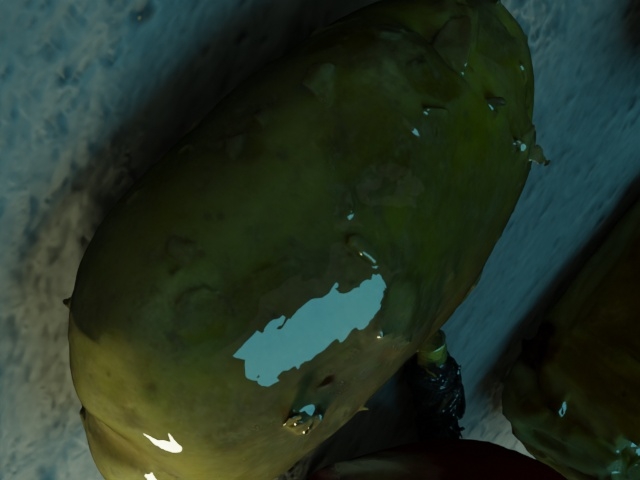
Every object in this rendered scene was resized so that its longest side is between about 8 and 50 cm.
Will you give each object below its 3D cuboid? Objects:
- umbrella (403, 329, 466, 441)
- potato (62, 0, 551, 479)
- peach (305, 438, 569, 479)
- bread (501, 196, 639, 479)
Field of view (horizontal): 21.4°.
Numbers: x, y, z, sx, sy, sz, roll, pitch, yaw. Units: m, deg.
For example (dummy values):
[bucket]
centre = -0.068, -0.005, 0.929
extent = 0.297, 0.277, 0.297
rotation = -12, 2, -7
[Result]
[umbrella]
centre = 0.077, 0.108, 1.117
extent = 0.037, 0.040, 0.144
rotation = -33, 144, -18
[potato]
centre = 0.000, 0.000, 0.797
extent = 0.296, 0.141, 0.191
rotation = -50, 153, -14
[peach]
centre = 0.075, 0.265, 1.061
extent = 0.281, 0.281, 0.338
rotation = -51, 155, -7
[bread]
centre = 0.346, 0.074, 1.218
extent = 0.370, 0.314, 0.191
rotation = -54, 159, -11
